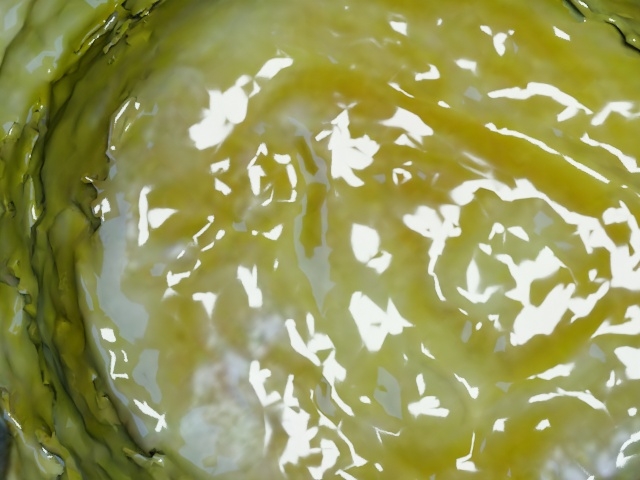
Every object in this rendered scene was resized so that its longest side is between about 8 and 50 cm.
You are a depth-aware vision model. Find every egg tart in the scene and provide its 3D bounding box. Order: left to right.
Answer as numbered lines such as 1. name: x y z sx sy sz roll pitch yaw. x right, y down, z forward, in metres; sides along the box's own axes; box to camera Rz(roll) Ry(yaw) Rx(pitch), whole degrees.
1. egg tart: 0.027 0.011 0.533 0.341 0.132 0.341 0 87 4
